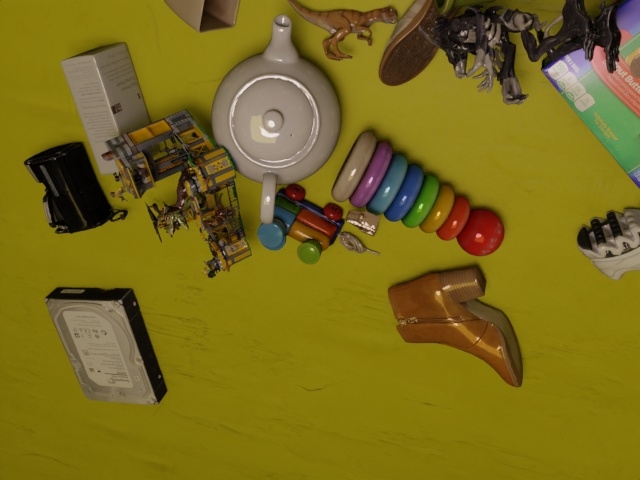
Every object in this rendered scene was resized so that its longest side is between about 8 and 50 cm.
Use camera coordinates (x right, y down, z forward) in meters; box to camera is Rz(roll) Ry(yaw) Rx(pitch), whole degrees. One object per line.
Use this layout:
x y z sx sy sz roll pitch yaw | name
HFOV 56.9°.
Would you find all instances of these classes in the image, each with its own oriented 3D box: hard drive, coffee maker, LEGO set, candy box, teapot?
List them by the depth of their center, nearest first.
0.542 -0.267 0.873 0.268 0.122 0.317 47 119 -6 | candy box
-0.079 -0.202 1.024 0.252 0.187 0.256 -38 103 8 | teapot
-0.275 -0.068 1.113 0.255 0.192 0.331 53 159 27 | LEGO set
-0.534 -0.120 1.300 0.171 0.120 0.178 -16 116 -2 | coffee maker
-0.558 0.281 1.549 0.236 0.064 0.339 0 119 17 | hard drive

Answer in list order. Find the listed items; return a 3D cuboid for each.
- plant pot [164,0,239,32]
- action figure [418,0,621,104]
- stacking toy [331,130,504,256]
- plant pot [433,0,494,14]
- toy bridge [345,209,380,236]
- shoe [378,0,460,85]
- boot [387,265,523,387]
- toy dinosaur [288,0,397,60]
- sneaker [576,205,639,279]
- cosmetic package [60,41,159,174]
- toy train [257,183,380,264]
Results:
-0.207 -0.435 1.024 0.096 0.109 0.109 29 124 15 | plant pot
0.265 -0.271 0.849 0.275 0.164 0.141 12 104 45 | action figure
0.192 -0.070 1.094 0.330 0.141 0.141 26 122 -4 | stacking toy
0.322 -0.481 0.719 0.352 0.367 0.367 -2 118 5 | plant pot
0.079 -0.037 1.118 0.063 0.188 0.026 22 88 6 | toy bridge
0.170 -0.353 0.986 0.076 0.058 0.219 23 129 -21 | shoe
0.280 0.195 1.238 0.211 0.104 0.295 -20 106 31 | boot
0.026 -0.373 1.021 0.211 0.064 0.113 7 100 4 | toy dinosaur
0.606 -0.018 1.018 0.292 0.110 0.118 -24 117 35 | sneaker
-0.410 -0.258 1.171 0.085 0.117 0.231 -3 119 20 | cosmetic package
0.000 0.000 1.176 0.247 0.143 0.105 28 123 0 | toy train
